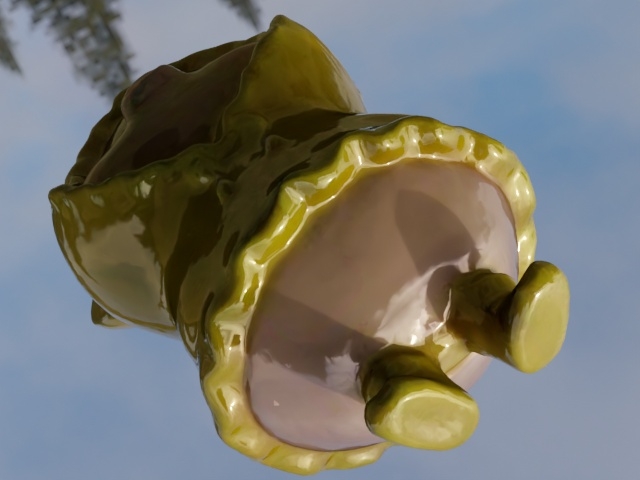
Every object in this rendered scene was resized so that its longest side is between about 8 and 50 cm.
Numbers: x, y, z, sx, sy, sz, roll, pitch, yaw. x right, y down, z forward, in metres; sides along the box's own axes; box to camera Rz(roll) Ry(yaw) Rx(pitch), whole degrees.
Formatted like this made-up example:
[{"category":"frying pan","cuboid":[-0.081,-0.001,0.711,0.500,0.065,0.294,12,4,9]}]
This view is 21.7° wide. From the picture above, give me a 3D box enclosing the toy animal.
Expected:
[{"category":"toy animal","cuboid":[-0.004,0.003,0.614,0.156,0.156,0.230,-31,-147,-15]}]
